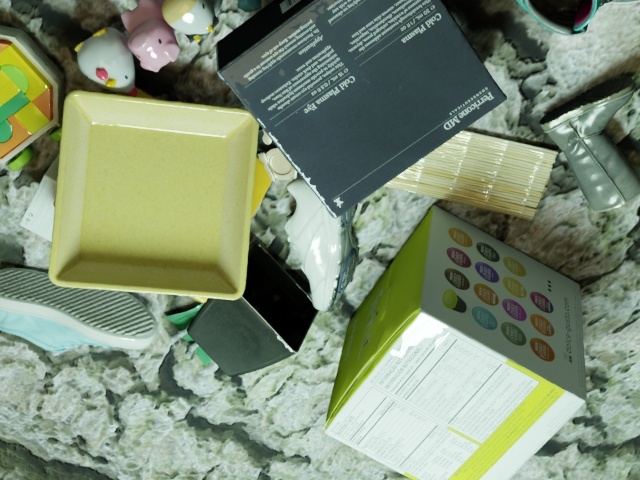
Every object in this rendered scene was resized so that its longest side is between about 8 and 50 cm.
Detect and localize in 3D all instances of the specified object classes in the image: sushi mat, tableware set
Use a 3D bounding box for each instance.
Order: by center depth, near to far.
[{"bbox_3d":[-0.034,-0.166,1.850,0.169,0.020,0.141,0,120,16],"label":"tableware set"},{"bbox_3d":[0.253,-0.130,1.888,0.317,0.019,0.151,13,123,1],"label":"sushi mat"}]

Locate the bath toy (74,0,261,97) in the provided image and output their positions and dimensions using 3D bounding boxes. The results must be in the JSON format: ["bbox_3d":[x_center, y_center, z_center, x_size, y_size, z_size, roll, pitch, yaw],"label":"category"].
[{"bbox_3d":[-0.261,-0.348,1.751,0.348,0.151,0.129,-28,99,26],"label":"bath toy"}]

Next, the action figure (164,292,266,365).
[{"bbox_3d":[-0.196,0.158,2.131,0.232,0.063,0.137,-33,109,23],"label":"action figure"}]

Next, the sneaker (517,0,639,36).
[{"bbox_3d":[0.429,-0.389,1.591,0.296,0.178,0.123,-2,122,10],"label":"sneaker"}]

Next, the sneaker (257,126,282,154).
[{"bbox_3d":[-0.044,-0.187,1.884,0.170,0.051,0.089,11,124,8],"label":"sneaker"}]

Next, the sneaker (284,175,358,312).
[{"bbox_3d":[0.000,0.000,1.982,0.129,0.111,0.297,13,121,20],"label":"sneaker"}]

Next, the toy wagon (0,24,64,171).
[{"bbox_3d":[-0.626,-0.245,1.932,0.344,0.068,0.267,-30,113,25],"label":"toy wagon"}]

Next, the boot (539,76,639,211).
[{"bbox_3d":[0.497,-0.159,1.794,0.190,0.076,0.208,-25,109,39],"label":"boot"}]

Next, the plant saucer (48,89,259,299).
[{"bbox_3d":[-0.288,-0.074,1.827,0.333,0.081,0.332,5,87,-12],"label":"plant saucer"}]

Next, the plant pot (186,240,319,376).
[{"bbox_3d":[-0.141,0.146,2.000,0.167,0.188,0.187,-38,100,27],"label":"plant pot"}]

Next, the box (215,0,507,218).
[{"bbox_3d":[0.059,-0.270,1.679,0.343,0.179,0.312,-34,114,10],"label":"box"}]

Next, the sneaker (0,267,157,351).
[{"bbox_3d":[-0.507,0.166,2.156,0.366,0.135,0.150,17,132,8],"label":"sneaker"}]

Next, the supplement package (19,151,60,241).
[{"bbox_3d":[-0.412,-0.051,1.981,0.244,0.139,0.134,29,123,-12],"label":"supplement package"}]

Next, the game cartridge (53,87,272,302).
[{"bbox_3d":[-0.282,-0.086,1.895,0.324,0.053,0.285,30,83,-9],"label":"game cartridge"}]

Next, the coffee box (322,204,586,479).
[{"bbox_3d":[0.245,0.211,1.920,0.334,0.337,0.338,29,124,-8],"label":"coffee box"}]
